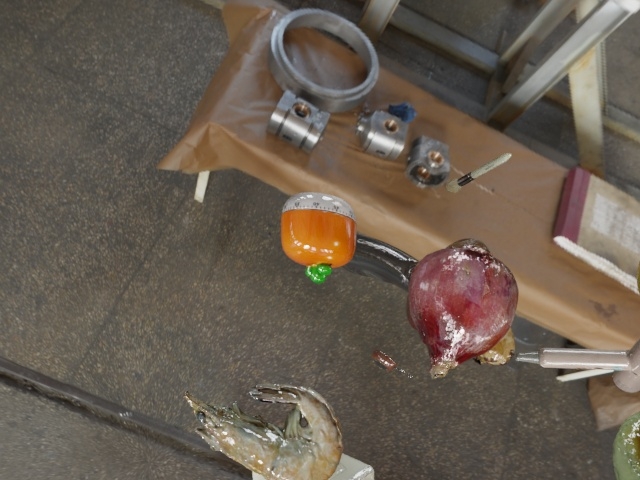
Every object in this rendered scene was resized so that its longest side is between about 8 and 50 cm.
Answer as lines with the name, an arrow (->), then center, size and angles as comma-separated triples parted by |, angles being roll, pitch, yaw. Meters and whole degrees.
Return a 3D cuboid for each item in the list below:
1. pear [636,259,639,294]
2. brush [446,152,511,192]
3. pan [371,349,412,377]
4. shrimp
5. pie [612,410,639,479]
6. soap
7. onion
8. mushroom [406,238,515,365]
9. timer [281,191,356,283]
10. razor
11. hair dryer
pear -> 0.645, 0.015, 0.764 | 0.192, 0.386, 0.340 | 23, 61, -8
brush -> 0.444, -0.191, 1.415 | 0.042, 0.299, 0.038 | 16, 73, -15
pan -> 0.175, 0.314, 1.242 | 0.115, 0.068, 0.023 | 33, 63, 7
shrimp -> -0.071, 0.236, 0.656 | 0.224, 0.047, 0.126 | 29, 72, -4
pie -> 0.440, 0.273, 0.575 | 0.187, 0.041, 0.186 | -3, 39, 2
soap -> -0.015, 0.401, 0.841 | 0.122, 0.183, 0.063 | -11, 100, -45
onion -> 0.195, 0.107, 0.719 | 0.160, 0.159, 0.194 | 22, 69, -8
mushroom -> 0.317, 0.122, 1.121 | 0.255, 0.267, 0.267 | 27, 61, -1
timer -> 0.000, 0.000, 0.728 | 0.136, 0.099, 0.136 | 16, 65, -38
razor -> 0.182, 0.068, 1.558 | 0.204, 0.349, 0.113 | 40, 74, -47
hair dryer -> 0.456, 0.189, 0.852 | 0.221, 0.195, 0.053 | 6, 57, 16
